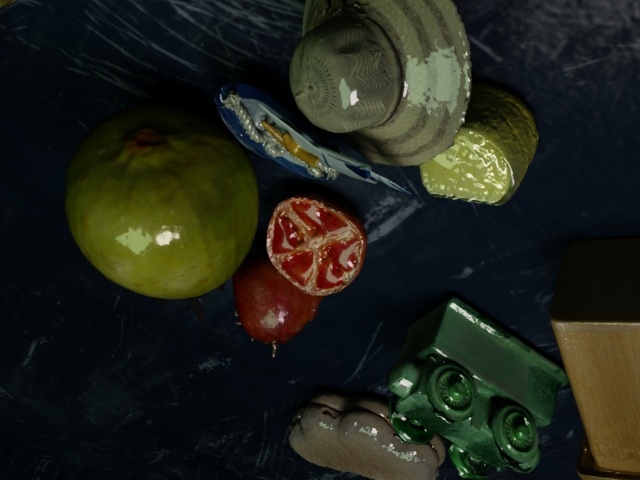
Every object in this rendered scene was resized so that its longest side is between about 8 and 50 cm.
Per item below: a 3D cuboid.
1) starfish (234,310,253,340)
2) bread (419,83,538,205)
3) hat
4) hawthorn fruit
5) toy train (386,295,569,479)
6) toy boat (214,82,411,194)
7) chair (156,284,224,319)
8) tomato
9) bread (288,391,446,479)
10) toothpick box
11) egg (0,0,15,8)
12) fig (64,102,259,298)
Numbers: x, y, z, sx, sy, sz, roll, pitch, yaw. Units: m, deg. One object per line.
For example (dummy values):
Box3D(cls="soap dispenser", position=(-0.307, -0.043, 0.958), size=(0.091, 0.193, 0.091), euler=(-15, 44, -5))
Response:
Box3D(cls="starfish", position=(-0.121, 0.157, 1.428), size=(0.078, 0.028, 0.091), euler=(23, 145, 14))
Box3D(cls="bread", position=(0.176, -0.110, 0.878), size=(0.129, 0.114, 0.111), euler=(6, 131, 20))
Box3D(cls="hat", position=(0.027, -0.173, 0.809), size=(0.252, 0.110, 0.252), euler=(31, 134, 38))
Box3D(cls="hawthorn fruit", position=(-0.068, 0.098, 1.217), size=(0.148, 0.172, 0.148), euler=(5, 170, 1))
Box3D(cls="toy train", position=(0.228, 0.233, 1.166), size=(0.266, 0.202, 0.145), euler=(34, 143, -8))
Box3D(cls="toy boat", position=(0.000, -0.113, 0.927), size=(0.291, 0.067, 0.220), euler=(24, 173, 47))
Box3D(cls="chair", position=(-0.241, 0.030, 1.310), size=(0.101, 0.084, 0.213), euler=(15, 140, 20))
Box3D(cls="tomato", position=(0.000, 0.000, 1.128), size=(0.155, 0.069, 0.156), euler=(8, 113, 20))
Box3D(cls="bread", position=(0.071, 0.372, 1.509), size=(0.337, 0.102, 0.183), euler=(0, 131, 34))
Box3D(cls="toothpick box", position=(0.410, 0.159, 1.001), size=(0.190, 0.187, 0.308), euler=(-3, 130, 34))
Box3D(cls="egg", position=(-0.417, -0.364, 0.829), size=(0.289, 0.238, 0.238), euler=(16, 142, 26))
Box3D(cls="fig", position=(-0.208, -0.038, 1.081), size=(0.258, 0.258, 0.326), euler=(17, 158, 13))
